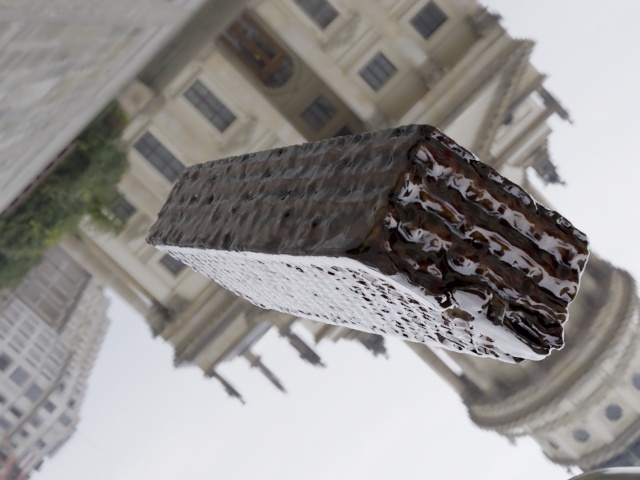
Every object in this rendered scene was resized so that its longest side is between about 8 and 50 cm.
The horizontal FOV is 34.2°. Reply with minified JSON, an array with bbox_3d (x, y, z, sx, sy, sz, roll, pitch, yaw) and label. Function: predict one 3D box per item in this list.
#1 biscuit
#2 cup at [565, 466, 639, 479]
[{"bbox_3d":[0.000,0.000,0.610,0.073,0.107,0.388,-63,-159,-9],"label":"biscuit"},{"bbox_3d":[0.243,0.203,0.468,0.312,0.206,0.205,0,-158,6],"label":"cup"}]
